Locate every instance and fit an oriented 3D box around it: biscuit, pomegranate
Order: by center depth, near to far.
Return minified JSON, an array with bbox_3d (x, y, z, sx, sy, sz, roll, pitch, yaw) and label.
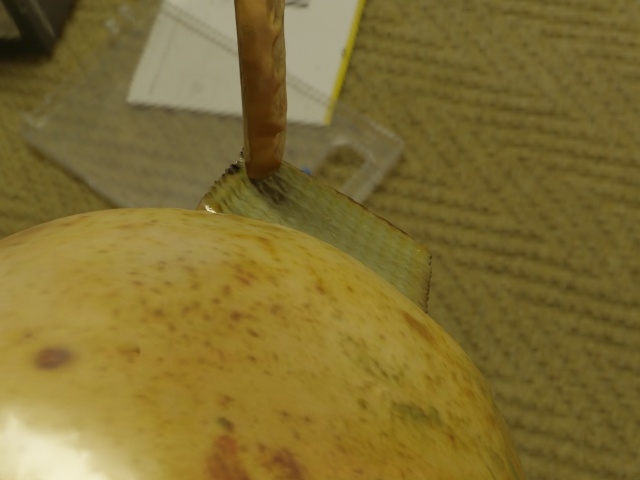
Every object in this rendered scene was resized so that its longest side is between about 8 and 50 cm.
[{"bbox_3d":[-0.069,0.187,0.641,0.417,0.416,0.416,-3,58,5],"label":"pomegranate"},{"bbox_3d":[0.000,0.000,1.045,0.172,0.254,0.029,31,104,-1],"label":"biscuit"},{"bbox_3d":[-0.053,-0.216,1.051,0.040,0.204,0.309,-6,59,-5],"label":"biscuit"}]
